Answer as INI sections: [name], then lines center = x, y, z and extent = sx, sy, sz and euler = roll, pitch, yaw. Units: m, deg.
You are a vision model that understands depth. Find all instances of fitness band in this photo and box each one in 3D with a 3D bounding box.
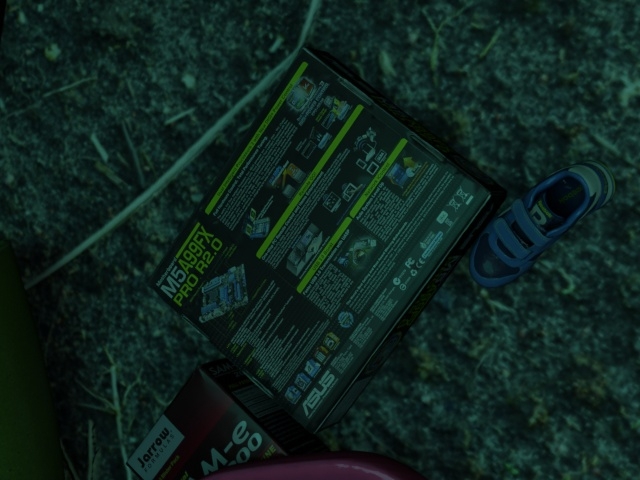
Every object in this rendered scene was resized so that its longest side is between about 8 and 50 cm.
[fitness band]
center = -0.015, 0.286, 1.005
extent = 0.291, 0.054, 0.209
euler = -12, 88, 21

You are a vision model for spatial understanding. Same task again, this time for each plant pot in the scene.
[plant pot]
center = -0.364, 0.189, 1.137
extent = 0.275, 0.275, 0.293
euler = -18, 100, 23

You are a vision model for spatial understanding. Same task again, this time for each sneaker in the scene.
[sneaker]
center = 0.175, -0.015, 0.987
extent = 0.144, 0.059, 0.053
euler = -44, 78, 20

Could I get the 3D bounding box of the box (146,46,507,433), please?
[box]
center = 0.000, 0.000, 1.063
extent = 0.216, 0.060, 0.270
euler = 39, 106, 18

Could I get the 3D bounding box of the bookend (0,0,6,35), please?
[bookend]
center = -0.411, -0.215, 1.223
extent = 0.156, 0.072, 0.157
euler = 14, 97, 22

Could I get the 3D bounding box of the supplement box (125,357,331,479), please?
[supplement box]
center = -0.048, 0.234, 1.086
extent = 0.239, 0.073, 0.130
euler = 42, 107, 17
